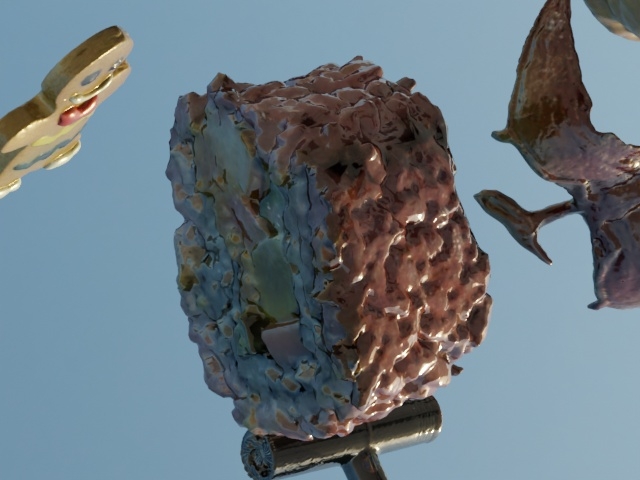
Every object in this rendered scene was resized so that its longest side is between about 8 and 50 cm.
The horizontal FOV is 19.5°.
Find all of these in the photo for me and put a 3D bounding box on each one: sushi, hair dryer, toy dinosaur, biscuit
[{"bbox_3d":[0.000,0.000,1.348,0.170,0.236,0.270,-18,-76,-35],"label":"sushi"},{"bbox_3d":[0.037,0.221,1.435,0.173,0.050,0.195,-8,-104,-36],"label":"hair dryer"},{"bbox_3d":[0.262,-0.050,1.633,0.327,0.206,0.113,34,-142,-22],"label":"toy dinosaur"},{"bbox_3d":[-0.225,-0.108,1.608,0.035,0.240,0.158,50,-127,3],"label":"biscuit"}]

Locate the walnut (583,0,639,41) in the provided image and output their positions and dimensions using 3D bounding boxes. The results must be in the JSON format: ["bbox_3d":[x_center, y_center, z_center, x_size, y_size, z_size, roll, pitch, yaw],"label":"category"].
[{"bbox_3d":[0.413,-0.332,1.990,0.344,0.306,0.306,25,-140,-40],"label":"walnut"}]
